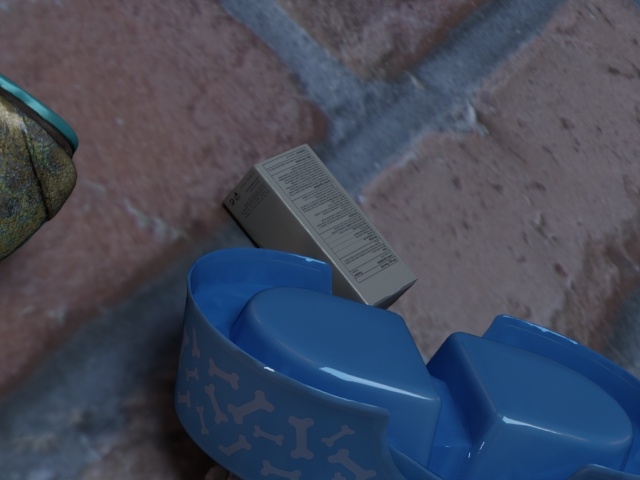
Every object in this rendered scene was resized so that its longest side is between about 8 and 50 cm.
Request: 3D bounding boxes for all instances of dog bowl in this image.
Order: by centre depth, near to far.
[{"bbox_3d":[0.057,0.093,0.794,0.297,0.074,0.166,17,20,-17],"label":"dog bowl"}]

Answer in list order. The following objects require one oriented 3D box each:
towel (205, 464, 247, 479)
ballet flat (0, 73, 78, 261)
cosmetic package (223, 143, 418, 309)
[{"bbox_3d":[0.019,0.243,0.699,0.187,0.049,0.282,21,44,-24],"label":"towel"},{"bbox_3d":[-0.283,-0.106,0.726,0.348,0.123,0.123,38,39,-3],"label":"ballet flat"},{"bbox_3d":[0.000,0.000,0.911,0.115,0.041,0.060,52,39,11],"label":"cosmetic package"}]
